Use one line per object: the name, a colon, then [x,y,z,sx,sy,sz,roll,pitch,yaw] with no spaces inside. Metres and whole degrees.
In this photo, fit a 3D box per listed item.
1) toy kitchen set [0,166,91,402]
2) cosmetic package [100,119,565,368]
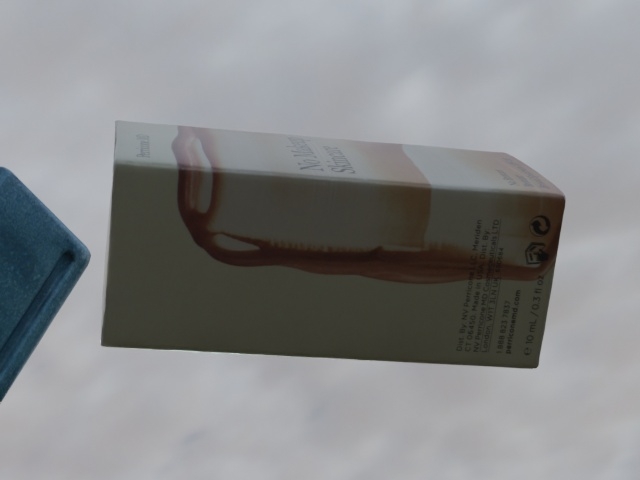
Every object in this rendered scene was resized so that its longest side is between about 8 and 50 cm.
toy kitchen set: [-0.134,-0.022,0.352,0.166,0.122,0.207,-9,-47,42]
cosmetic package: [0.000,0.000,0.862,0.296,0.153,0.129,3,-74,-11]
